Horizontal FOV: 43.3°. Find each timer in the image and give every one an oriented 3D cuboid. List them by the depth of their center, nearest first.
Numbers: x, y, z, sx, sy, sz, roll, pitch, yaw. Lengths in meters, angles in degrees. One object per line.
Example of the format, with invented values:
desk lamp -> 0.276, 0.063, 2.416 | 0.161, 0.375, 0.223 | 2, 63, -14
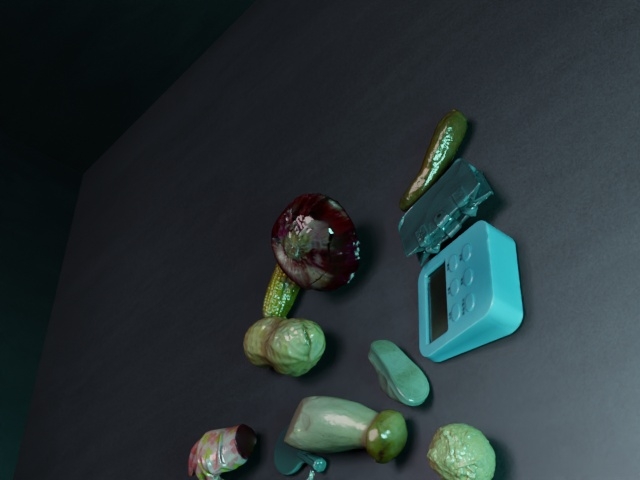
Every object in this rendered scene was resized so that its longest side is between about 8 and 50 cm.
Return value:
timer -> 0.283, 0.107, 1.648 | 0.250, 0.091, 0.232 | -35, 41, 40

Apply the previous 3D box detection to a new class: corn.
corn -> -0.072, 0.068, 2.161 | 0.097, 0.097, 0.320 | 13, 78, 56

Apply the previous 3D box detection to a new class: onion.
onion -> 0.000, 0.000, 2.022 | 0.252, 0.219, 0.252 | 18, 118, 38

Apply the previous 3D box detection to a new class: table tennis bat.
table tennis bat -> -0.050, 0.491, 1.857 | 0.201, 0.033, 0.124 | 7, 73, 58

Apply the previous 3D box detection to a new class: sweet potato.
sweet potato -> 0.271, -0.184, 1.907 | 0.273, 0.075, 0.075 | -63, 32, 3

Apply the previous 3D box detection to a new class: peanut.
peanut -> -0.097, 0.260, 2.010 | 0.313, 0.149, 0.149 | -3, 63, 56

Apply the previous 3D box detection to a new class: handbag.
handbag -> 0.271, -0.063, 1.776 | 0.229, 0.062, 0.179 | -48, 18, 19

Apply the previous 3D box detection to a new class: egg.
egg -> 0.251, 0.388, 1.445 | 0.140, 0.116, 0.118 | -142, 55, -61

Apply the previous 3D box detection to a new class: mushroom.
mushroom -> 0.038, 0.400, 1.726 | 0.350, 0.128, 0.128 | -4, 62, 47

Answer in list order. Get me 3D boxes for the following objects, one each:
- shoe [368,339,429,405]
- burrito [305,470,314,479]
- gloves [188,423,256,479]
shoe -> 0.161, 0.291, 1.703 | 0.195, 0.079, 0.078 | -127, 34, -47
burrito -> -0.106, 0.701, 1.703 | 0.446, 0.101, 0.139 | -65, 16, -7
gloves -> -0.267, 0.544, 2.035 | 0.241, 0.126, 0.145 | -30, 48, 27
